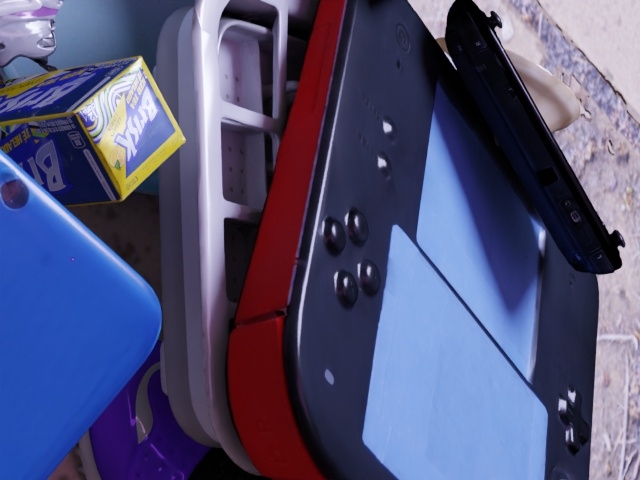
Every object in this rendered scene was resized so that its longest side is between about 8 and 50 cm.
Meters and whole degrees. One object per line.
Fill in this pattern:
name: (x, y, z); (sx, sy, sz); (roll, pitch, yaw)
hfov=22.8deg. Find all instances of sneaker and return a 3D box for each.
sneaker: (-0.035, 0.182, 0.964); (0.102, 0.146, 0.293); (-42, 117, -41)
sneaker: (-0.152, -0.125, 0.866); (0.098, 0.038, 0.069); (-36, 124, -28)

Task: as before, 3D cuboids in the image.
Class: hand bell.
hand bell: (0.086, -0.015, 1.161); (0.126, 0.126, 0.242); (37, 72, -39)

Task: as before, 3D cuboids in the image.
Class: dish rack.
dish rack: (0.000, 0.000, 0.990); (0.333, 0.072, 0.285); (9, 75, -56)

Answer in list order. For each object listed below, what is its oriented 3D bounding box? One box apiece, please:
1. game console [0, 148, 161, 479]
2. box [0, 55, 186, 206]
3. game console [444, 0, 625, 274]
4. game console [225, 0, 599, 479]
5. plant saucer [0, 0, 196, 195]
game console: (-0.263, 0.035, 0.668); (0.293, 0.250, 0.173); (47, 47, -34)
box: (-0.154, -0.052, 0.836); (0.059, 0.169, 0.054); (-48, 121, -39)
game console: (0.101, -0.142, 1.036); (0.361, 0.044, 0.213); (59, 16, -13)
game console: (0.084, 0.057, 0.992); (0.386, 0.060, 0.342); (49, 44, -42)
plant saucer: (-0.098, -0.187, 0.974); (0.317, 0.044, 0.317); (-10, 103, -48)
